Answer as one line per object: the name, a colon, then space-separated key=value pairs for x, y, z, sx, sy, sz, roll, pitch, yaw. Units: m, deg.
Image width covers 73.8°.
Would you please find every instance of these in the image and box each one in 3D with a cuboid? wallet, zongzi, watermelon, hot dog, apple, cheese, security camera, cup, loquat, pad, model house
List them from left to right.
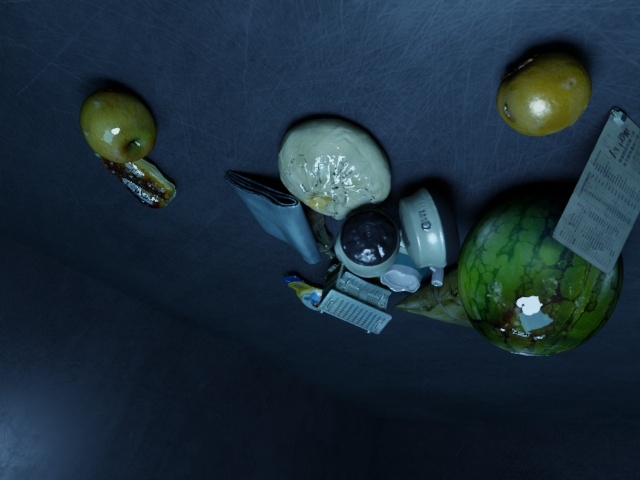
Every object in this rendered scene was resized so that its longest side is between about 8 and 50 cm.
apple: x=-0.507 y=-0.288 z=1.069 sx=0.155 sy=0.182 sz=0.183 roll=44 pitch=152 yaw=14
hot dog: x=-0.563 y=-0.199 z=1.314 sx=0.162 sy=0.082 sz=0.270 roll=-11 pitch=137 yaw=36
wallet: x=-0.134 y=-0.066 z=1.232 sx=0.290 sy=0.054 sz=0.251 roll=26 pitch=155 yaw=35
cheese: x=-0.039 y=0.209 z=1.688 sx=0.176 sy=0.069 sz=0.270 roll=-16 pitch=135 yaw=43
model house: x=0.118 y=0.171 z=1.411 sx=0.224 sy=0.216 sz=0.198 roll=26 pitch=150 yaw=-12
security camera: x=0.170 y=-0.007 z=1.020 sx=0.276 sy=0.197 sz=0.191 roll=-15 pitch=165 yaw=3
cup: x=0.236 y=0.046 z=1.193 sx=0.299 sy=0.173 sz=0.167 roll=32 pitch=147 yaw=-22
zongzi: x=0.451 y=0.220 z=1.355 sx=0.322 sy=0.160 sz=0.360 roll=29 pitch=143 yaw=-17
watermelon: x=0.472 y=0.071 z=0.948 sx=0.362 sy=0.364 sz=0.363 roll=13 pitch=148 yaw=8
loquat: x=0.370 y=-0.241 z=0.715 sx=0.140 sy=0.141 sz=0.141 roll=13 pitch=148 yaw=8
pad: x=0.530 y=-0.087 z=0.772 sx=0.159 sy=0.265 sz=0.009 roll=28 pitch=177 yaw=-17

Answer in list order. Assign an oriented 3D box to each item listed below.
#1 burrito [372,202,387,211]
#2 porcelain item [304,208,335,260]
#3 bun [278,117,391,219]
burrito: x=0.096 y=-0.091 z=1.169 sx=0.188 sy=0.058 sz=0.045 roll=0 pitch=119 yaw=29
porcelain item: x=0.000 y=0.000 z=1.330 sx=0.069 sy=0.081 sz=0.216 roll=17 pitch=152 yaw=31
bun: x=0.022 y=-0.153 z=1.021 sx=0.286 sy=0.146 sz=0.287 roll=14 pitch=147 yaw=10
